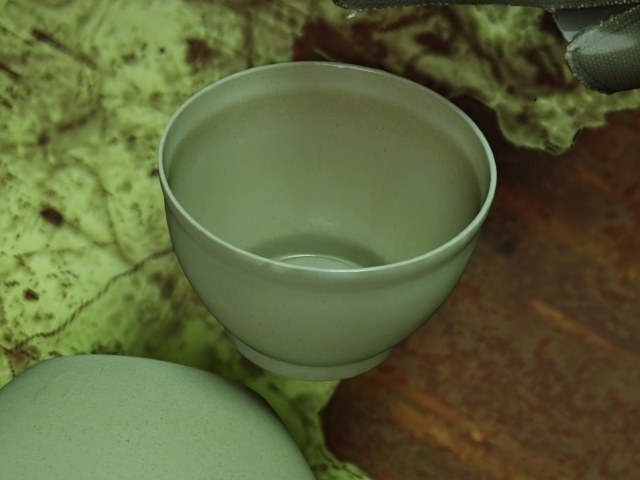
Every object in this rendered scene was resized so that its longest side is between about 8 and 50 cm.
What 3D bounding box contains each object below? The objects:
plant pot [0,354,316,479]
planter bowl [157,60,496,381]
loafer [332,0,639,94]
[{"bbox_3d":[-0.101,0.167,0.794,0.284,0.284,0.191,3,69,10],"label":"plant pot"},{"bbox_3d":[0.000,0.000,0.783,0.162,0.162,0.109,13,132,8],"label":"planter bowl"},{"bbox_3d":[0.164,-0.134,0.734,0.366,0.134,0.130,14,117,12],"label":"loafer"}]
